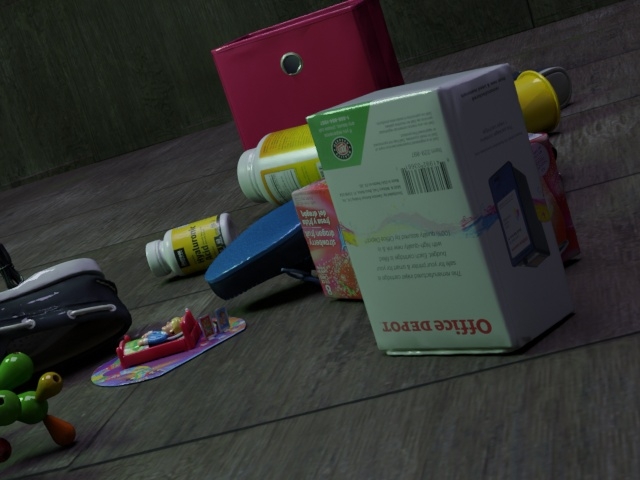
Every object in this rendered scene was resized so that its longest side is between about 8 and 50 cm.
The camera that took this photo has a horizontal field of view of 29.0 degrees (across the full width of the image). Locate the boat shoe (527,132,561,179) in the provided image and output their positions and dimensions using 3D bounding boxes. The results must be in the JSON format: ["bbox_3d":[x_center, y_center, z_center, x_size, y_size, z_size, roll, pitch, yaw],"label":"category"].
[{"bbox_3d":[0.229,-0.065,1.386,0.079,0.084,0.233,27,21,17],"label":"boat shoe"}]

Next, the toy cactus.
[{"bbox_3d":[-0.316,0.173,1.084,0.180,0.112,0.219,-45,24,-23],"label":"toy cactus"}]

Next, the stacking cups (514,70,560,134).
[{"bbox_3d":[0.180,-0.143,1.713,0.316,0.096,0.096,-23,13,-22],"label":"stacking cups"}]

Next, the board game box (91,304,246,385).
[{"bbox_3d":[-0.163,0.100,1.283,0.168,0.033,0.133,-27,15,-37],"label":"board game box"}]

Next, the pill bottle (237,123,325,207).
[{"bbox_3d":[-0.015,-0.112,1.821,0.215,0.117,0.117,-9,15,36],"label":"pill bottle"}]

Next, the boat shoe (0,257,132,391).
[{"bbox_3d":[-0.344,0.117,1.311,0.302,0.091,0.114,-30,-28,-24],"label":"boat shoe"}]

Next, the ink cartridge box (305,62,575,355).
[{"bbox_3d":[0.096,-0.021,0.999,0.093,0.212,0.154,-24,12,-41],"label":"ink cartridge box"}]

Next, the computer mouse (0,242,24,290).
[{"bbox_3d":[-0.558,0.074,1.891,0.193,0.106,0.042,-30,7,-11],"label":"computer mouse"}]

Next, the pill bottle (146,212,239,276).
[{"bbox_3d":[-0.166,0.010,1.621,0.116,0.065,0.065,-17,12,9],"label":"pill bottle"}]

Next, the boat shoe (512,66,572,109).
[{"bbox_3d":[0.280,-0.216,1.899,0.254,0.095,0.079,-26,15,-37],"label":"boat shoe"}]

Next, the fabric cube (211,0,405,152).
[{"bbox_3d":[-0.002,-0.247,2.078,0.254,0.258,0.259,-14,12,15],"label":"fabric cube"}]

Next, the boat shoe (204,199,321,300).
[{"bbox_3d":[0.000,0.000,1.346,0.258,0.089,0.109,-30,23,3],"label":"boat shoe"}]

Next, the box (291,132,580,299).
[{"bbox_3d":[0.104,-0.018,1.187,0.128,0.123,0.257,-24,12,-32],"label":"box"}]
